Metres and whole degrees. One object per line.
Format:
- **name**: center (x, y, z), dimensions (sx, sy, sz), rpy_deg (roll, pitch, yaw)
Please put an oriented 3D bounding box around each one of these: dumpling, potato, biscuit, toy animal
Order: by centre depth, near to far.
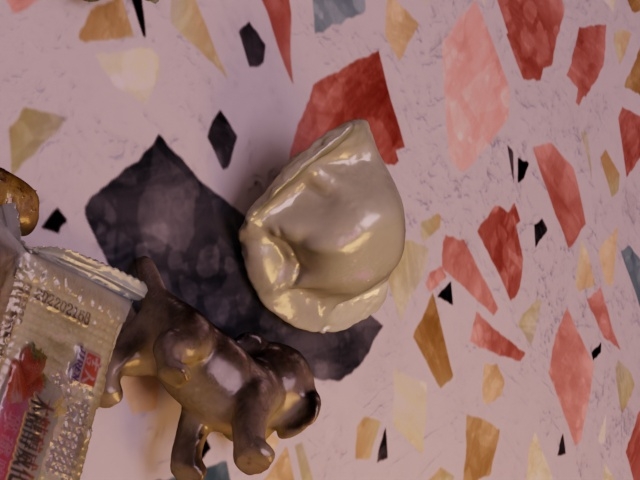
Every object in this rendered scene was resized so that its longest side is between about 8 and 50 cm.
- **biscuit**: center (-0.247, 0.145, 1.096), dimensions (0.186, 0.079, 0.309), rpy_deg (35, 59, -43)
- **potato**: center (-0.266, -0.033, 1.114), dimensions (0.083, 0.040, 0.051), rpy_deg (38, 71, -43)
- **toy animal**: center (-0.100, 0.136, 1.261), dimensions (0.233, 0.121, 0.169), rpy_deg (41, 40, -31)
- **dumpling**: center (0.000, 0.000, 1.410), dimensions (0.179, 0.131, 0.252), rpy_deg (-34, 137, -27)

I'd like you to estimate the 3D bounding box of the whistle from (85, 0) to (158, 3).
- **whistle**: center (-0.202, -0.334, 1.161), dimensions (0.106, 0.131, 0.288), rpy_deg (-82, 150, -66)
